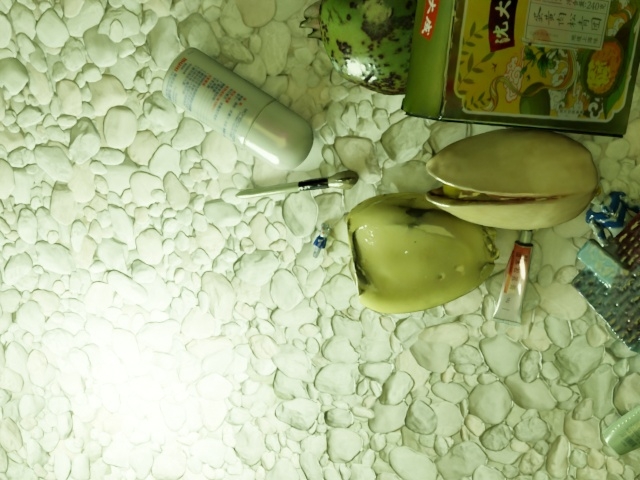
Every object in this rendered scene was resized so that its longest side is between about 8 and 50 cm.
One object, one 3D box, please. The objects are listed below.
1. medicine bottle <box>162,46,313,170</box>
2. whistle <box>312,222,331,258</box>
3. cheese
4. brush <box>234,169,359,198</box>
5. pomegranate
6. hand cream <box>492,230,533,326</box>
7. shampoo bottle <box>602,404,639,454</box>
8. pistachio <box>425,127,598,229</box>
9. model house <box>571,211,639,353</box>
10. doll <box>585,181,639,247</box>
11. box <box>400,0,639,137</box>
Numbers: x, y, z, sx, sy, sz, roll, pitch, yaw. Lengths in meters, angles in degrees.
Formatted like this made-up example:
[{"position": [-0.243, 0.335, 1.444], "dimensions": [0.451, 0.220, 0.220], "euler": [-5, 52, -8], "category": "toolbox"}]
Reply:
[{"position": [-0.168, -0.274, 1.628], "dimensions": [0.341, 0.130, 0.130], "euler": [34, 109, 9], "category": "medicine bottle"}, {"position": [0.000, 0.000, 1.688], "dimensions": [0.033, 0.029, 0.083], "euler": [35, 108, 47], "category": "whistle"}, {"position": [0.214, 0.020, 1.578], "dimensions": [0.316, 0.128, 0.259], "euler": [-9, 106, 25], "category": "cheese"}, {"position": [-0.058, -0.117, 1.675], "dimensions": [0.299, 0.042, 0.039], "euler": [-7, 139, 19], "category": "brush"}, {"position": [0.101, -0.421, 1.468], "dimensions": [0.341, 0.285, 0.284], "euler": [20, 110, 48], "category": "pomegranate"}, {"position": [0.405, 0.076, 1.577], "dimensions": [0.052, 0.038, 0.216], "euler": [23, 113, 40], "category": "hand cream"}, {"position": [0.675, 0.358, 1.539], "dimensions": [0.212, 0.049, 0.072], "euler": [-43, 86, 21], "category": "shampoo bottle"}, {"position": [0.360, -0.112, 1.443], "dimensions": [0.318, 0.214, 0.193], "euler": [-5, 113, 5], "category": "pistachio"}, {"position": [0.670, 0.053, 1.359], "dimensions": [0.339, 0.297, 0.360], "euler": [45, 111, 16], "category": "model house"}, {"position": [0.573, -0.043, 1.484], "dimensions": [0.227, 0.057, 0.114], "euler": [45, 114, 0], "category": "doll"}, {"position": [0.372, -0.382, 1.318], "dimensions": [0.420, 0.138, 0.372], "euler": [1, 105, -23], "category": "box"}]
